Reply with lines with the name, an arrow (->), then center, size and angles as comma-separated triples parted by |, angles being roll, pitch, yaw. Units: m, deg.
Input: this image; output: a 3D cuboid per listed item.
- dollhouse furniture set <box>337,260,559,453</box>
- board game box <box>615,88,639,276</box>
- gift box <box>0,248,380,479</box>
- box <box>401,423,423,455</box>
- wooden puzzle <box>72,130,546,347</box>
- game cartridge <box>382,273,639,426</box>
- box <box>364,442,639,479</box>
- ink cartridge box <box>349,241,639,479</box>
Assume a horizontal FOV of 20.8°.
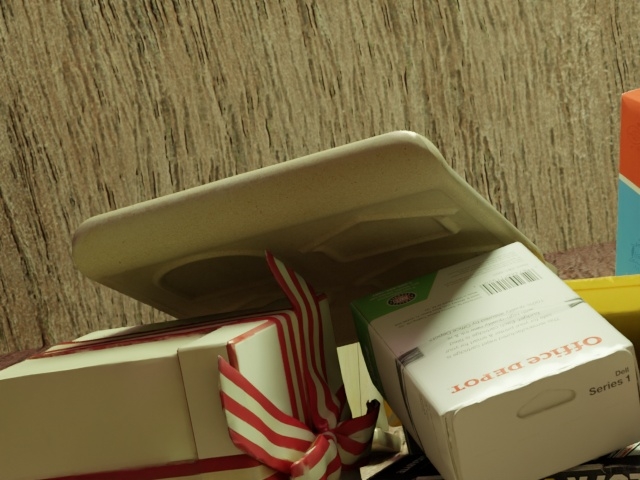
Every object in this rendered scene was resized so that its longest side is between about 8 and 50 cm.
dollhouse furniture set -> 0.061, 0.143, 2.037 | 0.362, 0.256, 0.394 | -8, -16, 23
board game box -> 0.415, 0.003, 1.708 | 0.064, 0.242, 0.316 | -15, 26, -26
gift box -> -0.102, 0.163, 1.403 | 0.258, 0.276, 0.255 | -8, 10, 19
box -> 0.166, 0.135, 1.525 | 0.191, 0.045, 0.184 | -11, 1, 5
wooden puzzle -> 0.000, 0.000, 1.519 | 0.322, 0.080, 0.348 | -15, -24, 18
game cartridge -> 0.233, 0.105, 1.703 | 0.285, 0.052, 0.323 | -4, -22, -14
box -> 0.218, 0.190, 1.482 | 0.257, 0.079, 0.322 | -7, 6, 28
ink cartridge box -> 0.138, 0.101, 1.381 | 0.160, 0.092, 0.219 | -19, 26, -10
